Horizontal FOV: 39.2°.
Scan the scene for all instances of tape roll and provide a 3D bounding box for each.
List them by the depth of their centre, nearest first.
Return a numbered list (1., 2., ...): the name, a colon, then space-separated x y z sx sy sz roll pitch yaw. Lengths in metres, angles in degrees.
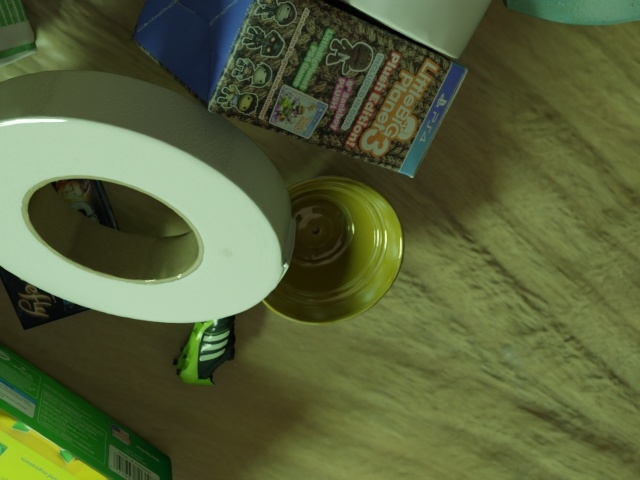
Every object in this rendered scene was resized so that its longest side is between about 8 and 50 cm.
1. tape roll: 0.056 -0.312 1.010 0.286 0.286 0.100 23 107 -20
2. tape roll: -0.224 -0.032 1.019 0.391 0.072 0.392 7 145 4

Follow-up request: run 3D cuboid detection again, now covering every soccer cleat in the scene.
1. soccer cleat: -0.147 0.132 1.282 0.072 0.060 0.179 17 114 -28

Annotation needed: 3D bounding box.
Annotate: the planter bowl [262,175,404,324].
1. planter bowl: 0.000 0.000 1.235 0.217 0.090 0.217 -4 114 -10

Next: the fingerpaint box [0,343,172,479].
1. fingerpaint box: -0.489 0.353 1.239 0.445 0.163 0.371 40 99 -23

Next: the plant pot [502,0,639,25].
1. plant pot: 0.303 -0.396 1.021 0.252 0.248 0.247 -17 146 4

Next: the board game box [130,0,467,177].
1. board game box: -0.027 -0.211 1.018 0.291 0.232 0.141 13 110 -39

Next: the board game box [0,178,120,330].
1. board game box: -0.354 -0.016 1.180 0.165 0.042 0.243 -18 115 -4

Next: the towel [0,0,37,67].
1. towel: -0.451 -0.322 0.957 0.248 0.038 0.325 -38 124 -43
